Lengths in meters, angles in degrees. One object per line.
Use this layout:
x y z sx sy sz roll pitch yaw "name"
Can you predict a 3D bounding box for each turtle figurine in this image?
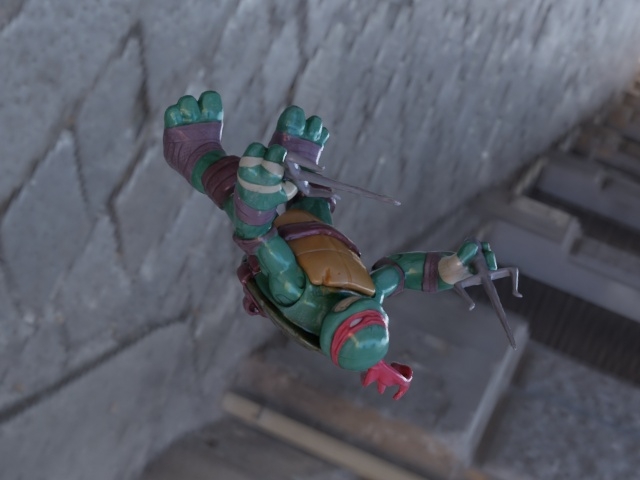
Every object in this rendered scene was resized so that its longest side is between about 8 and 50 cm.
0.000 0.000 0.825 0.175 0.234 0.118 27 106 -43 "turtle figurine"
